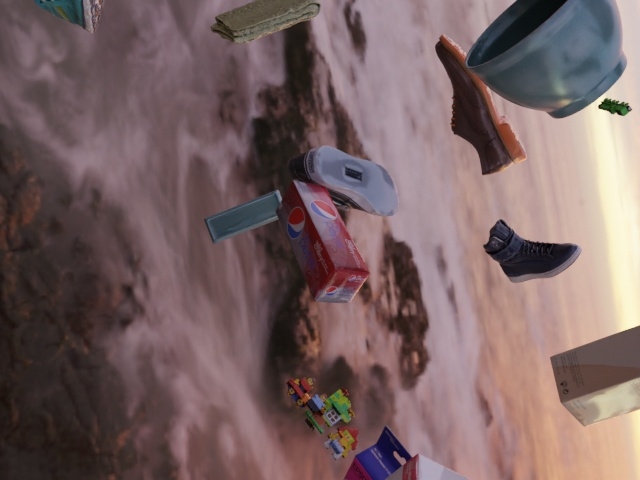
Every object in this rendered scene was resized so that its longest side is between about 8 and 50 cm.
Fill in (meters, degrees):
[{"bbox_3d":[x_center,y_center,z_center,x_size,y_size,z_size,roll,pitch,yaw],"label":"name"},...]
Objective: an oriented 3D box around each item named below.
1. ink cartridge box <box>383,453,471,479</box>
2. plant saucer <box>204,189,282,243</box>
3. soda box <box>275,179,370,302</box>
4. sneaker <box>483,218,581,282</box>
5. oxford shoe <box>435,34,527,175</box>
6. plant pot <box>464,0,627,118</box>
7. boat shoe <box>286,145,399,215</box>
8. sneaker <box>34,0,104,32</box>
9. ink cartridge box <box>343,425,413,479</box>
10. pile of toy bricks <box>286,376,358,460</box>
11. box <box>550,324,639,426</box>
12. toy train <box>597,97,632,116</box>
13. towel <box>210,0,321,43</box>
[{"bbox_3d":[0.190,0.542,1.757,0.159,0.218,0.092,30,34,-17],"label":"ink cartridge box"},{"bbox_3d":[-0.178,-0.056,2.076,0.018,0.192,0.067,16,53,-85],"label":"plant saucer"},{"bbox_3d":[0.000,0.000,1.723,0.083,0.092,0.263,9,38,-33],"label":"soda box"},{"bbox_3d":[0.498,0.014,2.115,0.163,0.226,0.086,48,51,-17],"label":"sneaker"},{"bbox_3d":[0.360,-0.325,2.135,0.363,0.133,0.130,59,19,-4],"label":"oxford shoe"},{"bbox_3d":[0.446,-0.355,1.644,0.196,0.293,0.293,45,28,-14],"label":"plant pot"},{"bbox_3d":[0.052,-0.120,1.914,0.306,0.105,0.113,14,74,-47],"label":"boat shoe"},{"bbox_3d":[-0.417,-0.402,1.446,0.275,0.110,0.107,18,-84,65],"label":"sneaker"},{"bbox_3d":[0.115,0.616,2.002,0.069,0.371,0.176,-3,38,-39],"label":"ink cartridge box"},{"bbox_3d":[0.023,0.375,1.959,0.212,0.105,0.118,53,-22,8],"label":"pile of toy bricks"},{"bbox_3d":[0.672,0.276,1.881,0.148,0.311,0.121,41,34,-38],"label":"box"},{"bbox_3d":[0.481,-0.218,1.438,0.017,0.024,0.083,52,0,-19],"label":"toy train"},{"bbox_3d":[-0.082,-0.330,1.296,0.110,0.148,0.027,46,-22,53],"label":"towel"}]
